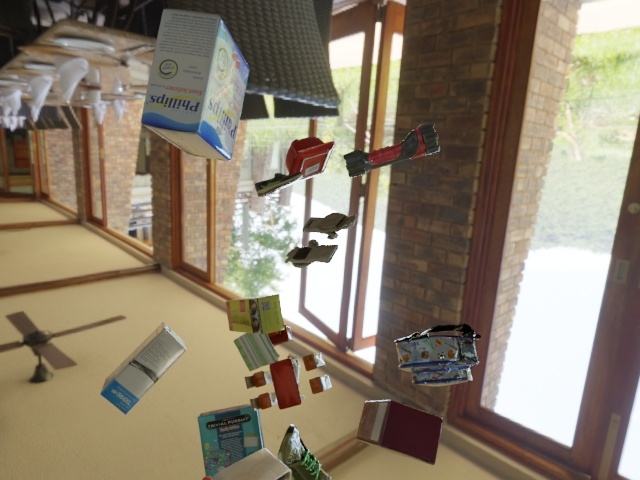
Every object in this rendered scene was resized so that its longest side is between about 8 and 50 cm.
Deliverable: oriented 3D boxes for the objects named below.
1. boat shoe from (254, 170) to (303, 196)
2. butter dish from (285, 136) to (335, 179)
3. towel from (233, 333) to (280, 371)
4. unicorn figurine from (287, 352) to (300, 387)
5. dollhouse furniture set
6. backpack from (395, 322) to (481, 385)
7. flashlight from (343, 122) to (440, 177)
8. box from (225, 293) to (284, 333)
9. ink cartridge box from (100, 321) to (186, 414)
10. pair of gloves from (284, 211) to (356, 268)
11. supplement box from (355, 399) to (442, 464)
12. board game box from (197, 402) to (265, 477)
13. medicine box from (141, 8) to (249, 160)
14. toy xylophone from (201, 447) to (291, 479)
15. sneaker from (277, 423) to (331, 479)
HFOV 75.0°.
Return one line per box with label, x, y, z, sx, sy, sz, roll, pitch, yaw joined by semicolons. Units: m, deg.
boat shoe;-0.127;-0.181;1.262;0.152;0.049;0.056;-25;178;-13
butter dish;-0.055;-0.282;1.363;0.160;0.160;0.118;-24;-114;-30
towel;-0.191;0.322;1.239;0.152;0.113;0.023;-33;173;41
unicorn figurine;-0.105;0.520;1.589;0.060;0.162;0.111;10;165;27
dollhouse furniture set;-0.130;0.422;1.389;0.261;0.259;0.135;-20;163;11
backpack;0.414;0.431;1.539;0.263;0.213;0.276;18;146;-30
flashlight;0.227;-0.292;1.361;0.303;0.103;0.103;-14;-175;8
box;-0.168;0.182;1.033;0.058;0.088;0.232;-6;175;-31
ink cartridge box;-0.453;0.322;1.082;0.203;0.086;0.148;-46;-167;-17
pair of gloves;0.000;0.000;1.367;0.204;0.042;0.240;-8;-141;38
supplement box;0.145;0.365;0.805;0.104;0.081;0.188;20;156;-1
board game box;-0.369;0.893;1.784;0.253;0.336;0.079;-9;173;-5
medicine box;-0.313;-0.388;1.095;0.149;0.290;0.263;9;177;6
toy xylophone;-0.191;0.746;1.252;0.236;0.081;0.322;26;-172;39
sneaker;-0.046;0.916;1.684;0.181;0.411;0.158;-6;-160;19
